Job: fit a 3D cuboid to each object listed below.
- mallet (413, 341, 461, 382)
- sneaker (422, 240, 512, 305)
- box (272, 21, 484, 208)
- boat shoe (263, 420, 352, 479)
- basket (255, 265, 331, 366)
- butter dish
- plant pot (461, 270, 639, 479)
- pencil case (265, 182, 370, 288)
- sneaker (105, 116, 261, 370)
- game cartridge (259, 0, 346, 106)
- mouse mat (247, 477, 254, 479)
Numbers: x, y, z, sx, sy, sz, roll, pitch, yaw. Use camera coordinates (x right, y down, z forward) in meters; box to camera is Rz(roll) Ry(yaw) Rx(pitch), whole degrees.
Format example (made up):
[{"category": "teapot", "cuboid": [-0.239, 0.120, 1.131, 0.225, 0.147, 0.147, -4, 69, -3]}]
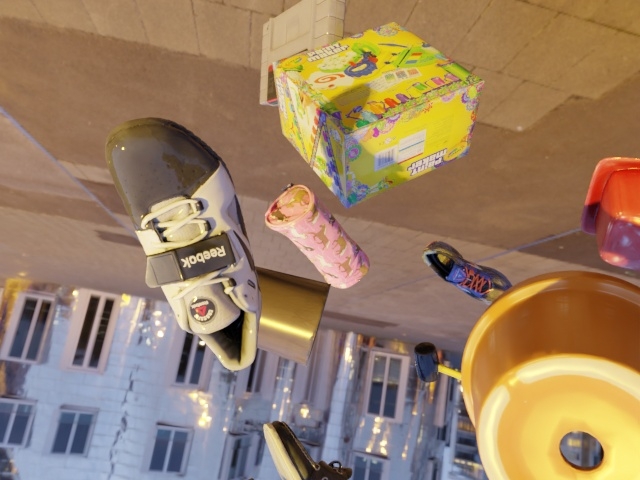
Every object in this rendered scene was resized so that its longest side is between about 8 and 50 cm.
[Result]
[{"category": "mallet", "cuboid": [0.226, 0.219, 0.746, 0.190, 0.062, 0.039, 21, -139, 40]}, {"category": "sneaker", "cuboid": [0.311, 0.078, 1.059, 0.221, 0.083, 0.087, 30, -161, 27]}, {"category": "box", "cuboid": [0.102, -0.259, 0.958, 0.290, 0.279, 0.177, -24, 143, -15]}, {"category": "boat shoe", "cuboid": [0.021, 0.460, 0.873, 0.113, 0.340, 0.127, -27, 154, -24]}, {"category": "basket", "cuboid": [-0.110, 0.119, 0.882, 0.227, 0.154, 0.204, 17, 176, 4]}, {"category": "butter dish", "cuboid": [0.394, -0.007, 0.564, 0.160, 0.118, 0.160, 10, 152, 24]}, {"category": "plant pot", "cuboid": [0.207, 0.133, 0.392, 0.205, 0.204, 0.188, 2, -177, 28]}, {"category": "pencil case", "cuboid": [0.000, 0.000, 1.448, 0.386, 0.160, 0.167, 46, -171, -43]}, {"category": "sneaker", "cuboid": [-0.132, 0.022, 0.555, 0.123, 0.146, 0.330, -21, 130, -1]}, {"category": "game cartridge", "cuboid": [-0.060, -0.463, 1.207, 0.068, 0.229, 0.355, 5, -176, -31]}, {"category": "mouse mat", "cuboid": [-0.105, 0.347, 0.465, 0.007, 0.152, 0.189, 34, -168, -21]}]
